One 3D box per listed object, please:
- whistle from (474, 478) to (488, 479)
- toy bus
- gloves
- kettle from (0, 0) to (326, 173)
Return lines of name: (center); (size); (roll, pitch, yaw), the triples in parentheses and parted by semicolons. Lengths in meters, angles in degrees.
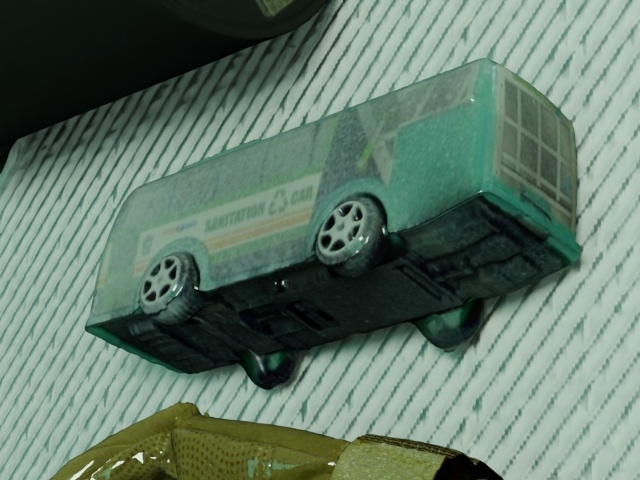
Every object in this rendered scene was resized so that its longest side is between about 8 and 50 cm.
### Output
whistle: (0.166, 0.239, 0.438); (0.168, 0.188, 0.405); (-49, 49, 21)
toy bus: (0.000, 0.000, 0.757); (0.261, 0.091, 0.109); (-16, 55, 39)
gloves: (-0.064, 0.158, 0.715); (0.331, 0.154, 0.141); (-11, 47, 31)
kettle: (-0.182, -0.180, 0.873); (0.308, 0.262, 0.203); (-18, 44, 42)
